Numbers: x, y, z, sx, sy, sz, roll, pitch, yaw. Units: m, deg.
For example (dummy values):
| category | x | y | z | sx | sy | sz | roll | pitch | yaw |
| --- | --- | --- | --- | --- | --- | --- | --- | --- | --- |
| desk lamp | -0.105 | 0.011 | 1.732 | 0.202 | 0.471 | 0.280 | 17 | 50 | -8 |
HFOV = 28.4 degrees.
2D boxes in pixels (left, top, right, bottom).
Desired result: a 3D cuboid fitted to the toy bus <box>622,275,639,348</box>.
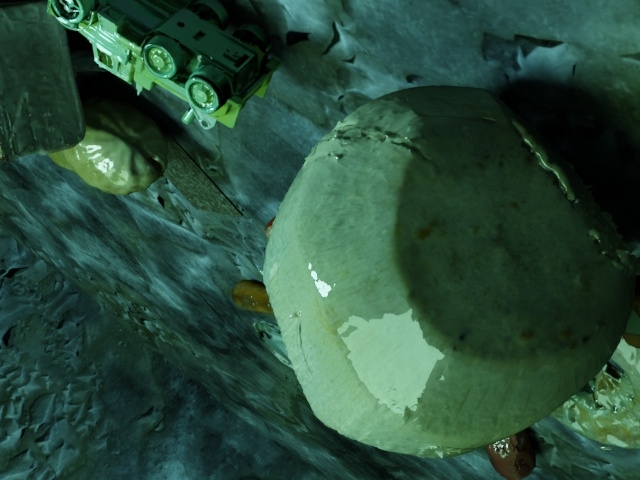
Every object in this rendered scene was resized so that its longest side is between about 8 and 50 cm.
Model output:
| category | x | y | z | sx | sy | sz | roll | pitch | yaw |
| --- | --- | --- | --- | --- | --- | --- | --- | --- | --- |
| toy bus | 0.432 | 0.077 | 1.110 | 0.408 | 0.093 | 0.092 | 9 | 138 | 54 |

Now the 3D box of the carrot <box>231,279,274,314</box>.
| category | x | y | z | sx | sy | sz | roll | pitch | yaw |
| --- | --- | --- | --- | --- | --- | --- | --- | --- | --- |
| carrot | -0.091 | 0.105 | 2.234 | 0.161 | 0.055 | 0.055 | 11 | 148 | 41 |

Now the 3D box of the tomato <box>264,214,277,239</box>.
| category | x | y | z | sx | sy | sz | roll | pitch | yaw |
| --- | --- | --- | --- | --- | --- | --- | --- | --- | --- |
| tomato | 0.000 | 0.000 | 1.773 | 0.155 | 0.069 | 0.155 | 31 | 162 | 11 |

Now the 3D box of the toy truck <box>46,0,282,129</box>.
| category | x | y | z | sx | sy | sz | roll | pitch | yaw |
| --- | --- | --- | --- | --- | --- | --- | --- | --- | --- |
| toy truck | -0.189 | -0.217 | 1.442 | 0.259 | 0.128 | 0.135 | 34 | 138 | 5 |

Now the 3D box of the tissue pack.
| category | x | y | z | sx | sy | sz | roll | pitch | yaw |
| --- | --- | --- | --- | --- | --- | --- | --- | --- | --- |
| tissue pack | -0.453 | -0.247 | 1.848 | 0.305 | 0.239 | 0.238 | 11 | 148 | 53 |

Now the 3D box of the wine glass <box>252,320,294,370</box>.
| category | x | y | z | sx | sy | sz | roll | pitch | yaw |
| --- | --- | --- | --- | --- | --- | --- | --- | --- | --- |
| wine glass | 0.033 | 0.050 | 1.557 | 0.126 | 0.241 | 0.126 | 33 | 162 | 12 |

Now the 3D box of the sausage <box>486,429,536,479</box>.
| category | x | y | z | sx | sy | sz | roll | pitch | yaw |
| --- | --- | --- | --- | --- | --- | --- | --- | --- | --- |
| sausage | 0.301 | 0.335 | 2.006 | 0.076 | 0.076 | 0.141 | 28 | 160 | 28 |

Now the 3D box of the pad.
| category | x | y | z | sx | sy | sz | roll | pitch | yaw |
| --- | --- | --- | --- | --- | --- | --- | --- | --- | --- |
| pad | -0.234 | -0.122 | 2.027 | 0.235 | 0.003 | 0.158 | 48 | 159 | -29 |

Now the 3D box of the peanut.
| category | x | y | z | sx | sy | sz | roll | pitch | yaw |
| --- | --- | --- | --- | --- | --- | --- | --- | --- | --- |
| peanut | -0.349 | -0.162 | 1.940 | 0.313 | 0.149 | 0.149 | 29 | 161 | 51 |

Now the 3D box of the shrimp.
| category | x | y | z | sx | sy | sz | roll | pitch | yaw |
| --- | --- | --- | --- | --- | --- | --- | --- | --- | --- |
| shrimp | 0.305 | 0.149 | 1.559 | 0.360 | 0.085 | 0.247 | 24 | 148 | 28 |

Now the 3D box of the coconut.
| category | x | y | z | sx | sy | sz | roll | pitch | yaw |
| --- | --- | --- | --- | --- | --- | --- | --- | --- | --- |
| coconut | 0.112 | 0.034 | 1.224 | 0.346 | 0.346 | 0.360 | 39 | 159 | -3 |

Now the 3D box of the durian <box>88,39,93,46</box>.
| category | x | y | z | sx | sy | sz | roll | pitch | yaw |
| --- | --- | --- | --- | --- | --- | --- | --- | --- | --- |
| durian | -0.222 | -0.272 | 1.539 | 0.140 | 0.071 | 0.111 | 13 | 128 | 23 |
